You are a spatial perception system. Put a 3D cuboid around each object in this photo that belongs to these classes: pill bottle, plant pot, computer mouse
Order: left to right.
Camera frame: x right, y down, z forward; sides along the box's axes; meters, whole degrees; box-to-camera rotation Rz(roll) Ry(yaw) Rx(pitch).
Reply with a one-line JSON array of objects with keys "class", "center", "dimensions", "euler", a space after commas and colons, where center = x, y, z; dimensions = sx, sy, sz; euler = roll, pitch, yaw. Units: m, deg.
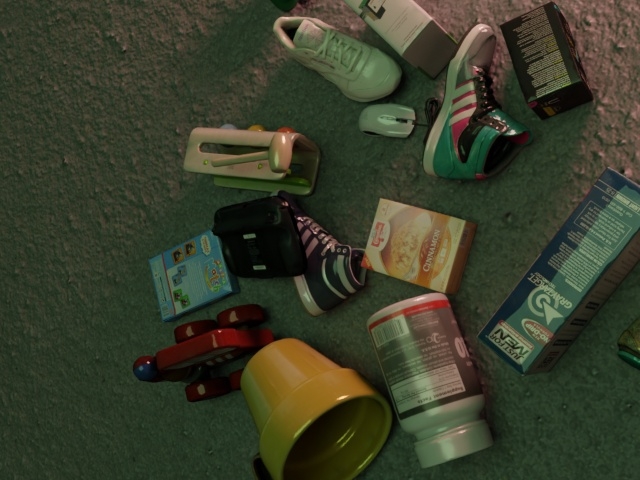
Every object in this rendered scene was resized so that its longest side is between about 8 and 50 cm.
[{"class": "plant pot", "center": [-0.029, 0.323, 1.462], "dimensions": [0.254, 0.254, 0.239], "euler": [-58, 45, 12]}, {"class": "computer mouse", "center": [0.154, -0.240, 1.529], "dimensions": [0.193, 0.042, 0.106], "euler": [9, 89, 31]}, {"class": "pill bottle", "center": [0.201, 0.253, 1.368], "dimensions": [0.161, 0.161, 0.283], "euler": [-27, 71, 25]}]

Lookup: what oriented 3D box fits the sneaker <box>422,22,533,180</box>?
[{"class": "sneaker", "center": [0.311, -0.241, 1.388], "dimensions": [0.178, 0.124, 0.295], "euler": [23, 103, 36]}]

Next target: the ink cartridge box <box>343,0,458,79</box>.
[{"class": "ink cartridge box", "center": [0.153, -0.437, 1.489], "dimensions": [0.092, 0.160, 0.219], "euler": [-48, 62, 16]}]

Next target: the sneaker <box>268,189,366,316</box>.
[{"class": "sneaker", "center": [0.000, 0.000, 1.556], "dimensions": [0.153, 0.099, 0.282], "euler": [-28, 74, 26]}]

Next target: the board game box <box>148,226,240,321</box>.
[{"class": "board game box", "center": [-0.296, 0.081, 1.753], "dimensions": [0.212, 0.039, 0.160], "euler": [-24, 72, 27]}]

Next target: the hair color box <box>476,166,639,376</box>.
[{"class": "hair color box", "center": [0.424, 0.059, 1.255], "dimensions": [0.105, 0.174, 0.347], "euler": [41, 104, 29]}]

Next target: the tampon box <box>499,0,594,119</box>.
[{"class": "tampon box", "center": [0.405, -0.317, 1.347], "dimensions": [0.102, 0.120, 0.160], "euler": [-21, 73, 26]}]

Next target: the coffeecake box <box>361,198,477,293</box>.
[{"class": "coffeecake box", "center": [0.189, 0.010, 1.461], "dimensions": [0.186, 0.068, 0.142], "euler": [17, 93, 31]}]

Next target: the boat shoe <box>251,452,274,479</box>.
[{"class": "boat shoe", "center": [-0.026, 0.537, 1.488], "dimensions": [0.324, 0.116, 0.123], "euler": [40, 104, 28]}]

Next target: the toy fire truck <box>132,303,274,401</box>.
[{"class": "toy fire truck", "center": [-0.253, 0.240, 1.581], "dimensions": [0.302, 0.254, 0.169], "euler": [-21, 73, 27]}]

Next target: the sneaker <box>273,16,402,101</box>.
[{"class": "sneaker", "center": [0.025, -0.379, 1.561], "dimensions": [0.305, 0.152, 0.114], "euler": [30, 97, 28]}]

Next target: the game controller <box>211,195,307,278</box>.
[{"class": "game controller", "center": [-0.130, 0.000, 1.571], "dimensions": [0.319, 0.067, 0.166], "euler": [-5, 112, 58]}]

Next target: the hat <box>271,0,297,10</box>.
[{"class": "hat", "center": [-0.022, -0.640, 1.697], "dimensions": [0.173, 0.184, 0.208], "euler": [47, 149, 33]}]

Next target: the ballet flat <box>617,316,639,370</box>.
[{"class": "ballet flat", "center": [0.630, 0.228, 1.155], "dimensions": [0.349, 0.123, 0.123], "euler": [38, 103, 29]}]

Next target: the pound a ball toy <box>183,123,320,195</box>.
[{"class": "pound a ball toy", "center": [-0.147, -0.193, 1.603], "dimensions": [0.319, 0.208, 0.135], "euler": [7, 81, 32]}]
